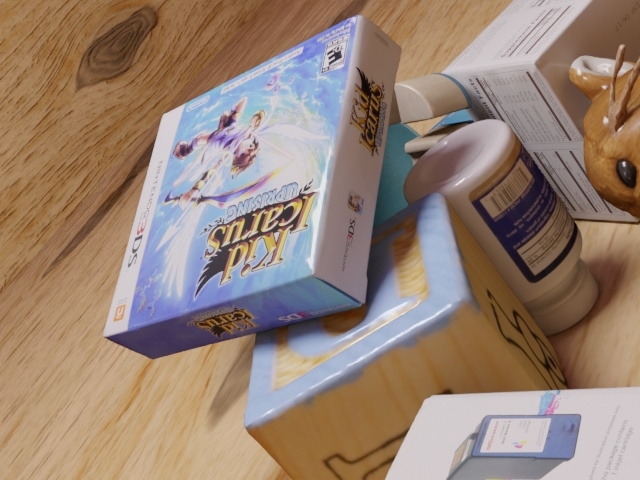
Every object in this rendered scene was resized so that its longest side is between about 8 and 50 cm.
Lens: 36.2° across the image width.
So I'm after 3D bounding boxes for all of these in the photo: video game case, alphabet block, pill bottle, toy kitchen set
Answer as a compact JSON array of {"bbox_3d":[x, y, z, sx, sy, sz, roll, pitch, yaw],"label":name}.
[{"bbox_3d":[-0.063,-0.039,0.843,0.270,0.061,0.244,-18,52,42],"label":"video game case"},{"bbox_3d":[0.077,0.115,0.784,0.193,0.197,0.192,-32,22,17],"label":"alphabet block"},{"bbox_3d":[0.169,-0.006,0.886,0.112,0.186,0.112,-32,23,15],"label":"pill bottle"},{"bbox_3d":[0.103,-0.065,1.021,0.166,0.207,0.122,-3,13,46],"label":"toy kitchen set"}]

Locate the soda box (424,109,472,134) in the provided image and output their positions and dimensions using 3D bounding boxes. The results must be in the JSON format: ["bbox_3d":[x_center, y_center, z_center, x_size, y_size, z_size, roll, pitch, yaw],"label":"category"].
[{"bbox_3d":[0.231,-0.165,1.267,0.210,0.067,0.071,-42,22,-6],"label":"soda box"}]

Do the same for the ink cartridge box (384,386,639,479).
[{"bbox_3d":[0.165,0.170,0.590,0.212,0.154,0.093,-10,37,49],"label":"ink cartridge box"}]

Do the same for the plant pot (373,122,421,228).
[{"bbox_3d":[0.000,0.000,1.085,0.195,0.290,0.290,-55,7,42],"label":"plant pot"}]

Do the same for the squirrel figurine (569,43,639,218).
[{"bbox_3d":[0.402,-0.151,0.795,0.370,0.281,0.397,-35,5,39],"label":"squirrel figurine"}]

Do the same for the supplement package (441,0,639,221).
[{"bbox_3d":[0.296,-0.180,1.006,0.262,0.204,0.145,-46,24,-18],"label":"supplement package"}]
